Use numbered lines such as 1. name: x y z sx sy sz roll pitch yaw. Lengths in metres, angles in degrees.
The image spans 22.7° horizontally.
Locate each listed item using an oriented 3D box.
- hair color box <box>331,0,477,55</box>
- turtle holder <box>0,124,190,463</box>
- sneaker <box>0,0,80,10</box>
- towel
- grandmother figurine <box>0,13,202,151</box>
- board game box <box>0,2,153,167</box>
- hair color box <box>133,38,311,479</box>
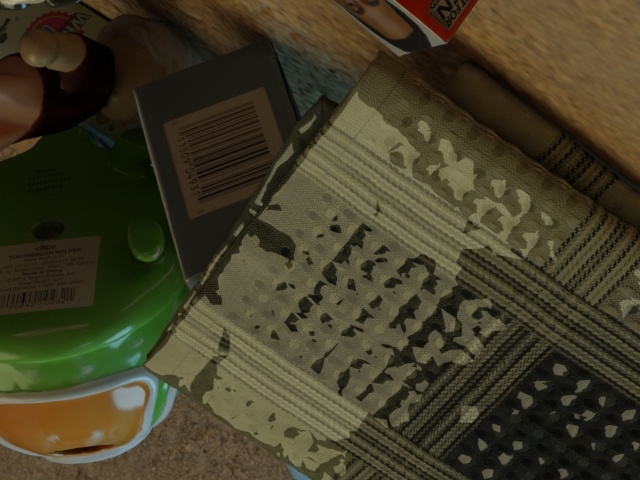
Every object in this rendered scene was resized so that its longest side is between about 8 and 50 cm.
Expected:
1. hair color box: 0.008 -0.151 0.774 0.141 0.043 0.072 37 171 -13
2. turtle holder: -0.224 0.040 1.332 0.320 0.243 0.227 42 149 45
3. sneaker: -0.209 -0.278 0.794 0.410 0.158 0.182 33 140 32
4. towel: 0.086 0.062 0.987 0.324 0.056 0.312 34 129 -8
5. grandmother figurine: -0.235 -0.103 1.215 0.208 0.342 0.104 -13 95 50
6. board game box: -0.237 -0.154 1.550 0.303 0.097 0.224 34 171 19
7. hair color box: -0.020 0.045 1.233 0.374 0.113 0.185 69 -178 -53
